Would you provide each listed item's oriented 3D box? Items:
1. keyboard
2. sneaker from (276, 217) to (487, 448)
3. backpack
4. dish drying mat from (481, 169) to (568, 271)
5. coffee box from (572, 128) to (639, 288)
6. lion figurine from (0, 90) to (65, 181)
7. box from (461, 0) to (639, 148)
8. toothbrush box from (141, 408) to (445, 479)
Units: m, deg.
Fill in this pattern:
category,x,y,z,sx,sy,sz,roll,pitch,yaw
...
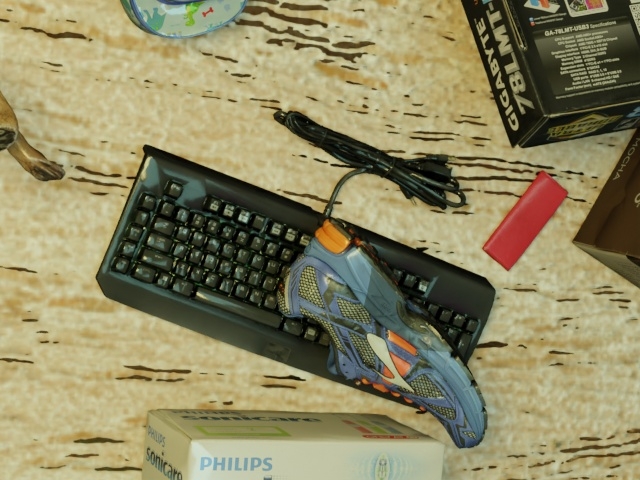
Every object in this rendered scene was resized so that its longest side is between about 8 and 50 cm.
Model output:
category,x,y,z,sx,sy,sz,roll,pitch,yaw
keyboard,0.000,0.000,1.439,0.317,0.033,0.201,21,89,-23
sneaker,0.049,0.082,1.426,0.087,0.083,0.221,-39,107,8
backpack,-0.102,-0.206,1.344,0.105,0.084,0.114,-16,105,-16
dish drying mat,0.168,-0.016,1.513,0.032,0.008,0.083,41,83,-20
coffee box,0.382,0.011,1.539,0.297,0.119,0.168,32,85,-22
lion figurine,-0.382,-0.106,1.211,0.392,0.240,0.142,-4,140,-32
box,0.241,-0.235,1.418,0.295,0.073,0.293,-12,73,-21
toothbrush box,-0.032,0.279,1.413,0.206,0.122,0.283,4,94,-22
